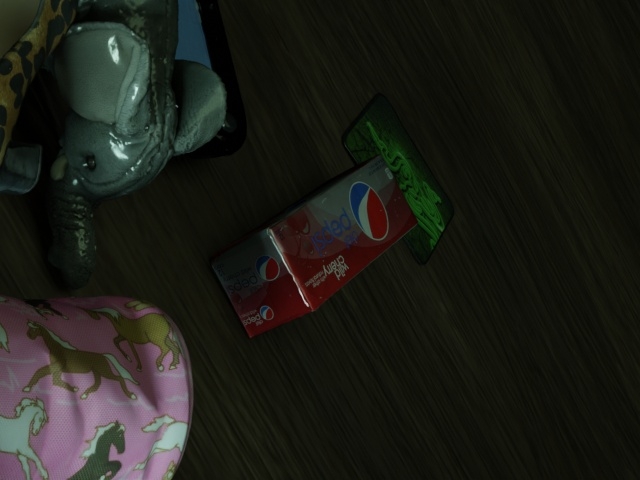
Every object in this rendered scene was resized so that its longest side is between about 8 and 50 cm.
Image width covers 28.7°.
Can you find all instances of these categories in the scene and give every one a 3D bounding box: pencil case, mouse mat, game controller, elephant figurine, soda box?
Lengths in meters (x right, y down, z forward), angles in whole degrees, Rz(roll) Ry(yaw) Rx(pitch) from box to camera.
[{"bbox_3d":[-0.252,0.092,0.781,0.386,0.160,0.167,16,88,-50],"label":"pencil case"},{"bbox_3d":[0.099,-0.078,1.533,0.190,0.007,0.153,57,33,-15],"label":"mouse mat"},{"bbox_3d":[-0.164,-0.227,1.191,0.166,0.067,0.319,6,64,-54],"label":"game controller"},{"bbox_3d":[-0.161,-0.116,1.013,0.169,0.186,0.239,-17,71,-30],"label":"elephant figurine"},{"bbox_3d":[0.000,0.000,1.267,0.092,0.083,0.263,62,33,-5],"label":"soda box"}]

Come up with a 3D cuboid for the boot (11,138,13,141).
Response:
[{"bbox_3d":[-0.298,-0.165,0.955,0.161,0.083,0.247,68,2,-46],"label":"boot"}]

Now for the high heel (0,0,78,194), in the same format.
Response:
[{"bbox_3d":[-0.219,-0.156,0.782,0.186,0.093,0.261,-12,100,-84],"label":"high heel"}]
